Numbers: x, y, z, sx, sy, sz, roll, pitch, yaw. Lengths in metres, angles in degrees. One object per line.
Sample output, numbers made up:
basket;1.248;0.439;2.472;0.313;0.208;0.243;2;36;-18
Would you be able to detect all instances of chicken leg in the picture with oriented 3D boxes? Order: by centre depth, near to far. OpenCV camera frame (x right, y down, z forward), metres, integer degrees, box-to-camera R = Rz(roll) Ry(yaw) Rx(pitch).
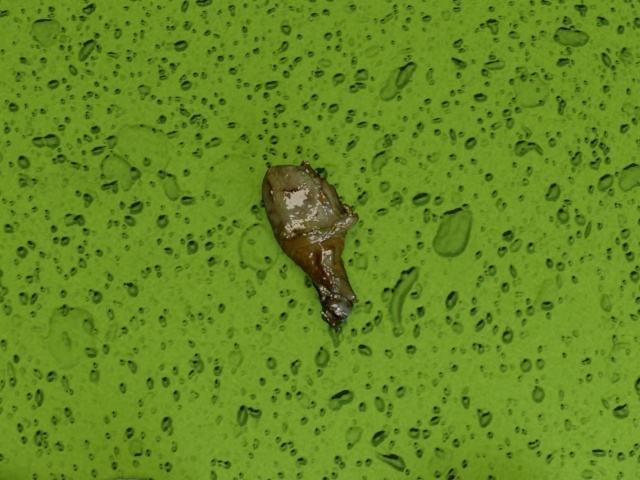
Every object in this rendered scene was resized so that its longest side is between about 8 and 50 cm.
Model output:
chicken leg;0.000;0.000;1.339;0.103;0.088;0.228;-23;77;-20

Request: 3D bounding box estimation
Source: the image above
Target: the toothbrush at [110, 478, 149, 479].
toothbrush;-0.388;0.318;1.258;0.375;0.028;0.037;-3;46;-11
